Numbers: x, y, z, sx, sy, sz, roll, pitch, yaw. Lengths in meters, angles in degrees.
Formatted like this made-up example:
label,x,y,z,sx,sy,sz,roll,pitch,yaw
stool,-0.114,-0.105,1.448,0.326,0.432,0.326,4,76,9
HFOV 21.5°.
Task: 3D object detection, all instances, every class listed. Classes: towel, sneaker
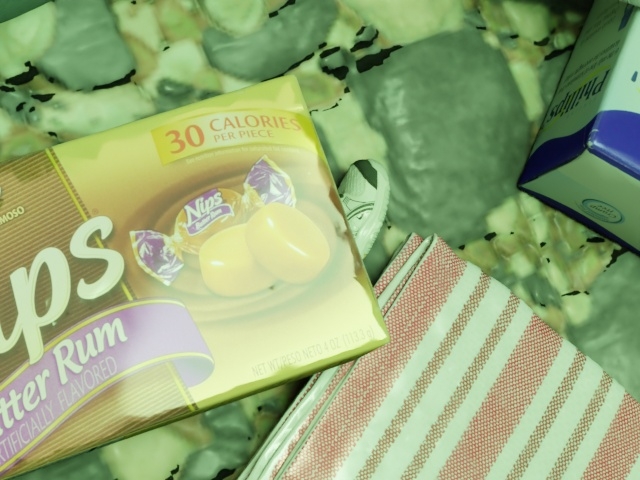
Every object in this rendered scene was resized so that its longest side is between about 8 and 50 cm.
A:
label,x,y,z,sx,sy,sz,roll,pitch,yaw
towel,0.075,0.108,0.682,0.197,0.029,0.144,40,67,-9
sneaker,0.000,0.000,0.674,0.037,0.032,0.083,26,70,-13

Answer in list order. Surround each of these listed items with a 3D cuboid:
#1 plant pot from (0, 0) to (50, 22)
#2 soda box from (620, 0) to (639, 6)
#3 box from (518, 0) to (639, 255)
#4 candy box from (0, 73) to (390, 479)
label,x,y,z,sx,sy,sz,roll,pitch,yaw
plant pot,-0.096,-0.213,0.567,0.252,0.247,0.248,-16,83,-54
soda box,0.082,-0.146,0.681,0.169,0.060,0.053,20,70,18
box,0.173,-0.059,0.727,0.126,0.072,0.137,28,71,-11
candy box,-0.081,0.019,0.617,0.186,0.053,0.109,-18,84,-14
